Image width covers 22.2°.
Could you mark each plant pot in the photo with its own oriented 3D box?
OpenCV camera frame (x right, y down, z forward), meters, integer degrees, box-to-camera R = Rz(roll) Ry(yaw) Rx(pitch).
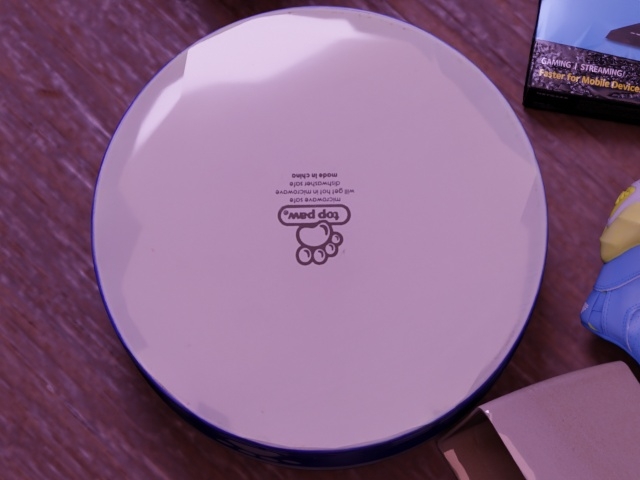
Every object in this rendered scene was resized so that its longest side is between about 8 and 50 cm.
[{"bbox_3d":[0.146,0.130,0.939,0.096,0.109,0.109,-28,79,-17],"label":"plant pot"}]

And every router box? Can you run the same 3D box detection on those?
[{"bbox_3d":[0.224,-0.136,1.018,0.179,0.046,0.133,10,78,3],"label":"router box"}]

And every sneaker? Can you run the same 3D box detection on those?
[{"bbox_3d":[0.262,0.066,0.968,0.240,0.091,0.126,31,99,7],"label":"sneaker"}]

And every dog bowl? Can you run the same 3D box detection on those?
[{"bbox_3d":[0.000,0.000,0.965,0.265,0.104,0.265,0,78,1],"label":"dog bowl"}]
